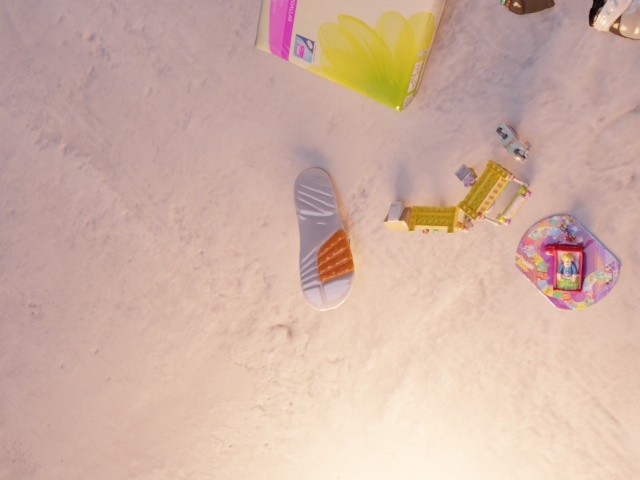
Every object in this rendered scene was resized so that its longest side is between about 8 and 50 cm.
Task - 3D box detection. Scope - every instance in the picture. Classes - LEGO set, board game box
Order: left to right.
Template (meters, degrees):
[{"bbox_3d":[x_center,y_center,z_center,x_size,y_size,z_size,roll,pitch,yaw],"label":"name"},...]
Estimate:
[{"bbox_3d":[0.250,-0.062,1.262,0.287,0.107,0.132,-38,54,31],"label":"LEGO set"},{"bbox_3d":[0.410,0.044,1.242,0.168,0.033,0.133,46,116,5],"label":"board game box"}]

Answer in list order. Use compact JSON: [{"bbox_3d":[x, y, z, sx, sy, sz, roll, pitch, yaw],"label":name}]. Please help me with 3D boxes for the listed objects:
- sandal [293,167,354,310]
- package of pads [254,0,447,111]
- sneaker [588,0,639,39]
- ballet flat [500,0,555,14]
[{"bbox_3d":[0.010,-0.002,1.378,0.102,0.076,0.265,-8,81,10],"label":"sandal"},{"bbox_3d":[0.047,-0.375,1.200,0.297,0.101,0.229,27,134,13],"label":"package of pads"},{"bbox_3d":[0.493,-0.415,1.050,0.108,0.100,0.271,24,117,-1],"label":"sneaker"},{"bbox_3d":[0.340,-0.478,1.096,0.096,0.095,0.280,10,119,9],"label":"ballet flat"}]
